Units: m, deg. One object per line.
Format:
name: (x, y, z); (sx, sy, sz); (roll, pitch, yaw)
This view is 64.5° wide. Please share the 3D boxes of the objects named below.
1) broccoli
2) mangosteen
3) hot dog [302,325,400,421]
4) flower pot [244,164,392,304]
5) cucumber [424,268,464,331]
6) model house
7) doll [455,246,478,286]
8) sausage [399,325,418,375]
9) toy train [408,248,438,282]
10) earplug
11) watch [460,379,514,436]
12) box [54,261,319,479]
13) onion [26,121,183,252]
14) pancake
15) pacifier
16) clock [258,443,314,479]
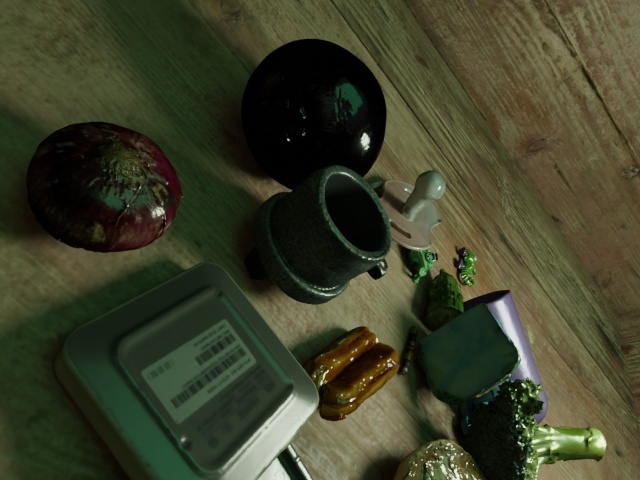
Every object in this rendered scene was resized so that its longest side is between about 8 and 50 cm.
broccoli: (0.576, 0.611, 1.405); (0.396, 0.353, 0.275); (30, 28, -32)
mangosteen: (0.002, -0.316, 1.320); (0.382, 0.381, 0.435); (62, 28, 1)
hot dog: (0.065, 0.311, 1.184); (0.158, 0.117, 0.348); (40, 25, 17)
flower pot: (0.000, 0.000, 1.179); (0.299, 0.282, 0.299); (30, 43, -33)
cucumber: (0.410, 0.184, 1.681); (0.134, 0.134, 0.245); (42, 36, -24)
model house: (0.455, 0.368, 1.500); (0.241, 0.261, 0.226); (41, 18, -48)
doll: (0.576, 0.106, 1.981); (0.115, 0.050, 0.190); (44, 41, -11)
sausage: (0.260, 0.319, 1.486); (0.028, 0.025, 0.198); (52, 37, -17)
toy train: (0.331, 0.056, 1.695); (0.081, 0.099, 0.149); (-11, 66, -17)
earplug: (0.622, 0.409, 1.719); (0.215, 0.215, 0.457); (-17, 84, -53)
watch: (0.540, 0.519, 1.541); (0.210, 0.193, 0.211); (31, 41, -32)
box: (-0.204, 0.244, 0.888); (0.373, 0.090, 0.367); (50, 37, 4)
onion: (-0.368, -0.085, 0.872); (0.246, 0.190, 0.247); (21, 40, -19)
pancake: (0.288, 0.669, 1.197); (0.386, 0.082, 0.388); (10, 72, -33)
pacifier: (0.291, -0.104, 1.647); (0.221, 0.272, 0.332); (65, 34, -23)
clock: (-0.120, 0.483, 0.907); (0.279, 0.049, 0.273); (59, 36, -2)
